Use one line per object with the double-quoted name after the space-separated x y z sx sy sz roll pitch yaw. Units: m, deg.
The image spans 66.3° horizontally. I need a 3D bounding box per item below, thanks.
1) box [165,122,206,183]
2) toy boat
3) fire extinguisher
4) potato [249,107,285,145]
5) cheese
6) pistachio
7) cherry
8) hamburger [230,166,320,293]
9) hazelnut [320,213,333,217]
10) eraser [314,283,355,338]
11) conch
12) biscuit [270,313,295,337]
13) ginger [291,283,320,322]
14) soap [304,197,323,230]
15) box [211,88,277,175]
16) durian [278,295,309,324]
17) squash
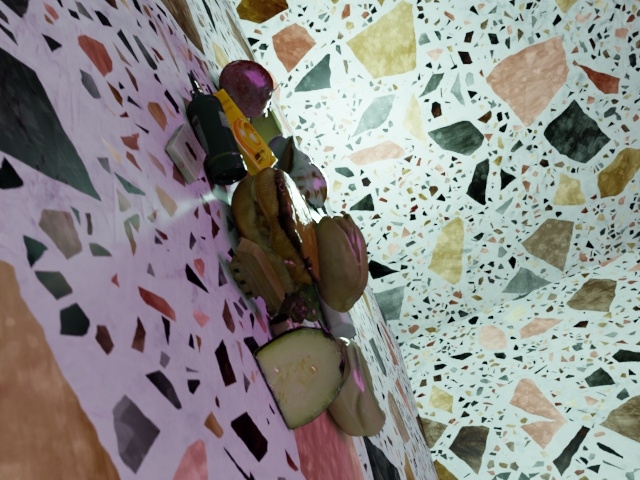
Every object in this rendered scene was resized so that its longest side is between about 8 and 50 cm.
-0.293 -0.194 1.075 0.167 0.024 0.090 -101 165 -61 "box"
-0.139 0.086 1.063 0.057 0.077 0.201 -78 148 -55 "toy boat"
-0.274 -0.283 1.228 0.118 0.093 0.295 94 -26 -74 "fire extinguisher"
-0.212 -0.451 2.017 0.255 0.111 0.270 -99 166 -73 "potato"
0.084 0.408 1.376 0.266 0.127 0.233 -99 163 -56 "cheese"
0.055 0.069 1.424 0.181 0.162 0.294 5 -75 53 "pistachio"
-0.263 -0.543 1.722 0.175 0.192 0.249 28 1 28 "cherry"
-0.103 -0.023 1.247 0.305 0.174 0.284 59 8 -36 "hamburger"
0.007 -0.003 1.860 0.210 0.186 0.210 -8 90 -88 "hazelnut"
0.039 0.212 1.764 0.174 0.094 0.270 57 12 -59 "eraser"
-0.093 -0.196 1.749 0.249 0.197 0.368 14 41 -37 "conch"
-0.050 0.274 1.141 0.055 0.061 0.219 -55 120 -80 "biscuit"
-0.056 0.114 1.477 0.290 0.089 0.137 -111 -167 -50 "ginger"
-0.090 -0.090 1.556 0.273 0.098 0.218 42 15 -4 "soap"
-0.237 -0.311 1.439 0.269 0.043 0.152 51 27 -18 "box"
-0.070 0.178 1.247 0.080 0.080 0.091 65 -22 -1 "durian"
-0.044 0.273 1.039 0.085 0.184 0.192 -16 -82 59 "squash"
